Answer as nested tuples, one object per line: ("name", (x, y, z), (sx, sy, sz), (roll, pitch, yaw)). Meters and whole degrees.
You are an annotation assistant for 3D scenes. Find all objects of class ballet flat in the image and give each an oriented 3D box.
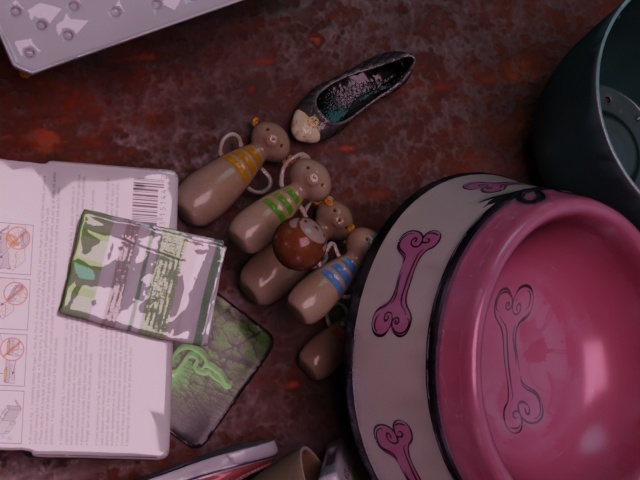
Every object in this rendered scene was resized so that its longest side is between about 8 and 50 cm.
("ballet flat", (0.035, -0.167, 1.484), (0.173, 0.049, 0.057), (-37, 94, -21))

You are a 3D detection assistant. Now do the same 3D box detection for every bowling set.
("bowling set", (0.000, 0.000, 1.371), (0.154, 0.200, 0.287), (-41, 100, -22))

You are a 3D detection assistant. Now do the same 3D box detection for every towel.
("towel", (-0.174, 0.037, 1.313), (0.152, 0.023, 0.113), (14, 74, -16))

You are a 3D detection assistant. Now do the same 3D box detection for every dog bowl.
("dog bowl", (0.222, 0.127, 1.379), (0.408, 0.150, 0.408), (2, 87, -39))

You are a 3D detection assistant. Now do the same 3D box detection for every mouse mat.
("mouse mat", (-0.158, 0.108, 1.392), (0.190, 0.007, 0.152), (38, 71, -9))

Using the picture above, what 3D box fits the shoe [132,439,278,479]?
("shoe", (-0.120, 0.266, 1.351), (0.178, 0.063, 0.081), (-17, 88, -16))

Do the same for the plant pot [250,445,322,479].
("plant pot", (-0.042, 0.369, 1.271), (0.191, 0.284, 0.284), (-26, 90, 3))

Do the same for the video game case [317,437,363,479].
("video game case", (0.056, 0.315, 1.340), (0.023, 0.193, 0.212), (-25, 90, 4))

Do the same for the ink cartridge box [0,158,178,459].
("ink cartridge box", (-0.279, 0.068, 1.318), (0.261, 0.066, 0.296), (5, 77, -18))

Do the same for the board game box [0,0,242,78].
("board game box", (-0.205, -0.399, 1.330), (0.390, 0.050, 0.390), (-24, 89, -22))

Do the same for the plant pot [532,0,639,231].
("plant pot", (0.379, -0.126, 1.502), (0.293, 0.235, 0.293), (4, 79, -19))
